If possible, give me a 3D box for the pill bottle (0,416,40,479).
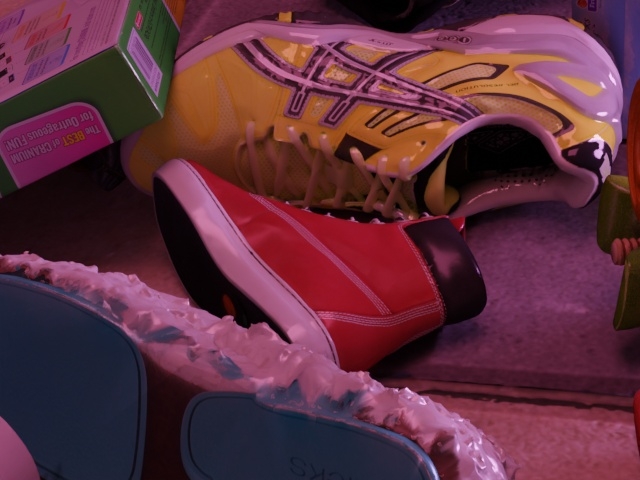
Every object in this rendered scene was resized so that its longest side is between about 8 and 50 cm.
[{"bbox_3d":[-0.254,0.180,0.844,0.119,0.119,0.208,12,38,28],"label":"pill bottle"}]

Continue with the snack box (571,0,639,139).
[{"bbox_3d":[0.266,-0.205,1.257,0.070,0.174,0.207,13,37,26],"label":"snack box"}]

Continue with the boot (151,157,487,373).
[{"bbox_3d":[0.000,0.000,1.093,0.176,0.088,0.244,-24,45,-23],"label":"boot"}]

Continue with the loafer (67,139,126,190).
[{"bbox_3d":[-0.195,-0.087,1.288,0.061,0.062,0.170,-60,29,-2],"label":"loafer"}]

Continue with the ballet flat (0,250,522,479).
[{"bbox_3d":[-0.062,0.108,0.932,0.409,0.147,0.147,19,42,30],"label":"ballet flat"}]

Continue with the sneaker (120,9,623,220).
[{"bbox_3d":[0.034,-0.082,1.156,0.384,0.145,0.147,-8,38,8],"label":"sneaker"}]

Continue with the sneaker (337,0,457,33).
[{"bbox_3d":[0.190,-0.270,1.418,0.447,0.169,0.257,3,42,31],"label":"sneaker"}]

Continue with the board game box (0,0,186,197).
[{"bbox_3d":[-0.263,-0.101,1.202,0.316,0.064,0.242,-25,26,13],"label":"board game box"}]

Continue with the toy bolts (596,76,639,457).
[{"bbox_3d":[0.267,0.020,0.920,0.158,0.218,0.228,-1,52,0],"label":"toy bolts"}]
